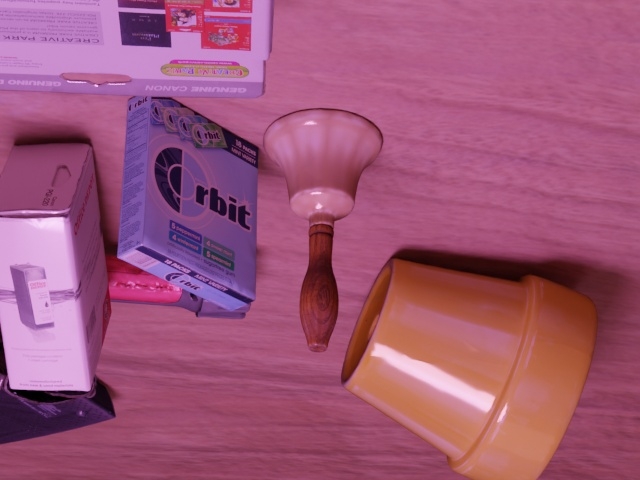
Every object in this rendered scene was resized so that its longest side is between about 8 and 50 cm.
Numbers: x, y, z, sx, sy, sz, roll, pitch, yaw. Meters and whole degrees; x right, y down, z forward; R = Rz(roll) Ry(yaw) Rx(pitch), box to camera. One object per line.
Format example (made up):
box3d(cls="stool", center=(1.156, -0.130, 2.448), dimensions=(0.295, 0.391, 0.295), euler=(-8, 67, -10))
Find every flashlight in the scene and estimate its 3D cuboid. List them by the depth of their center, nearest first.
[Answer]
box3d(cls="flashlight", center=(-0.230, 0.038, 2.085), dimensions=(0.304, 0.103, 0.103), euler=(5, 122, -10))

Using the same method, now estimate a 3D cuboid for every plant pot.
box3d(cls="plant pot", center=(0.162, 0.140, 2.127), dimensions=(0.239, 0.254, 0.254), euler=(21, 148, -7))

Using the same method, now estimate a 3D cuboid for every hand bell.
box3d(cls="hand bell", center=(0.000, 0.000, 1.857), dimensions=(0.126, 0.242, 0.126), euler=(1, 150, 1))

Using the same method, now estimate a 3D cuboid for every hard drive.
box3d(cls="hard drive", center=(-0.420, 0.214, 2.448), dimensions=(0.255, 0.054, 0.172), euler=(-14, 147, 25))

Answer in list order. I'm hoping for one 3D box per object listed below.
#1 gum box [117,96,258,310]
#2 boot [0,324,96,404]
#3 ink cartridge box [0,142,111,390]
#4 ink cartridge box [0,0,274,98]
box3d(cls="gum box", center=(-0.131, -0.041, 1.845), dimensions=(0.041, 0.184, 0.157), euler=(-24, 143, 37))
box3d(cls="boot", center=(-0.341, 0.128, 2.088), dimensions=(0.229, 0.091, 0.263), euler=(24, -167, 32))
box3d(cls="ink cartridge box", center=(-0.282, 0.027, 1.915), dimensions=(0.092, 0.158, 0.217), euler=(1, 121, 3))
box3d(cls="ink cartridge box", center=(-0.192, -0.244, 1.537), dimensions=(0.310, 0.130, 0.272), euler=(3, 152, -2))
